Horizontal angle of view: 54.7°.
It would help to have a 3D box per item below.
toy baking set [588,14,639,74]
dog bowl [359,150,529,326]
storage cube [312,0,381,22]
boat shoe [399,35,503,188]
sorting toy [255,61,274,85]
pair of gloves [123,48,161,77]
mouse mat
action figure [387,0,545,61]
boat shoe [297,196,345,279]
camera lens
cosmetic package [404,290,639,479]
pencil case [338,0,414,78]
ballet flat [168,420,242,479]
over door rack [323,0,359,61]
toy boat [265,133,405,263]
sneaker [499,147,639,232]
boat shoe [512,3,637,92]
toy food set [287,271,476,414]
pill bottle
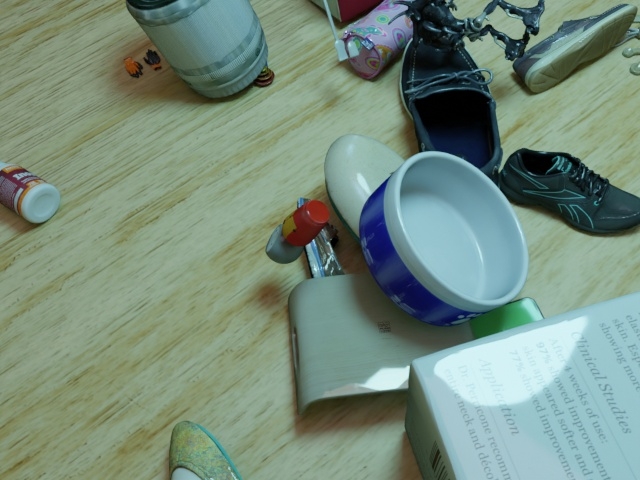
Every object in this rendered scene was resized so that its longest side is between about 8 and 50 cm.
[{"bbox_3d":[0.724,-0.450,1.358,0.197,0.030,0.256,-25,59,-10],"label":"toy baking set"},{"bbox_3d":[0.195,-0.003,0.976,0.265,0.104,0.264,16,56,-25],"label":"dog bowl"},{"bbox_3d":[0.065,-0.662,1.452,0.193,0.215,0.183,-32,53,-12],"label":"storage cube"},{"bbox_3d":[0.259,-0.262,1.219,0.187,0.156,0.499,-4,56,4],"label":"boat shoe"},{"bbox_3d":[-0.145,-0.393,1.406,0.102,0.042,0.061,33,67,23],"label":"sorting toy"},{"bbox_3d":[-0.422,-0.422,1.471,0.083,0.010,0.074,-25,59,-10],"label":"pair of gloves"},{"bbox_3d":[0.297,0.182,1.028,0.190,0.007,0.152,-16,58,-3],"label":"mouse mat"},{"bbox_3d":[0.276,-0.437,1.200,0.276,0.164,0.140,14,52,2],"label":"action figure"},{"bbox_3d":[0.000,0.000,1.142,0.066,0.066,0.183,-12,68,-7],"label":"boat shoe"},{"bbox_3d":[-0.254,-0.465,1.302,0.220,0.274,0.219,-10,58,17],"label":"camera lens"},{"bbox_3d":[0.344,0.291,0.769,0.394,0.327,0.329,-15,59,-3],"label":"cosmetic package"},{"bbox_3d":[0.162,-0.490,1.388,0.124,0.124,0.284,32,66,23],"label":"pencil case"},{"bbox_3d":[-0.137,0.403,0.862,0.123,0.123,0.348,-37,65,-16],"label":"ballet flat"},{"bbox_3d":[0.085,-0.540,1.282,0.240,0.108,0.324,-23,91,-17],"label":"over door rack"},{"bbox_3d":[0.049,-0.049,1.077,0.318,0.148,0.267,-21,76,-40],"label":"toy boat"},{"bbox_3d":[0.458,-0.093,1.124,0.268,0.106,0.101,18,61,15],"label":"sneaker"},{"bbox_3d":[0.538,-0.425,1.316,0.285,0.103,0.092,-35,61,-2],"label":"boat shoe"},{"bbox_3d":[0.104,0.165,1.021,0.306,0.092,0.219,-6,51,-2],"label":"toy food set"},{"bbox_3d":[-0.609,-0.102,1.249,0.152,0.086,0.086,27,65,20],"label":"pill bottle"}]
